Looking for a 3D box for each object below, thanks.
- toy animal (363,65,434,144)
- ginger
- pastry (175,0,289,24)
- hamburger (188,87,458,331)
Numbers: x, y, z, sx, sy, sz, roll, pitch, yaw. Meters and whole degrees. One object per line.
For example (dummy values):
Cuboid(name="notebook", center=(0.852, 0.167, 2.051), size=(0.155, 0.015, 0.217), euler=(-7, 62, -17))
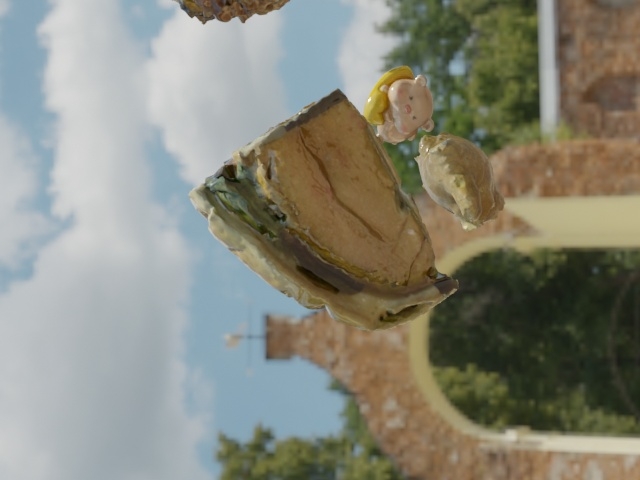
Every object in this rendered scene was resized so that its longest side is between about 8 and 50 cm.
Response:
Cuboid(name="toy animal", center=(0.109, -0.166, 1.889), size=(0.091, 0.082, 0.114), euler=(-30, -48, -36))
Cuboid(name="ginger", center=(0.208, -0.090, 2.111), size=(0.157, 0.102, 0.216), euler=(51, -173, 9))
Cuboid(name="pastry", center=(-0.090, -0.509, 2.000), size=(0.292, 0.337, 0.405), euler=(-143, 45, -65))
Cuboid(name="hamburger", center=(0.000, 0.000, 1.196), size=(0.155, 0.135, 0.208), euler=(-40, -83, -32))
